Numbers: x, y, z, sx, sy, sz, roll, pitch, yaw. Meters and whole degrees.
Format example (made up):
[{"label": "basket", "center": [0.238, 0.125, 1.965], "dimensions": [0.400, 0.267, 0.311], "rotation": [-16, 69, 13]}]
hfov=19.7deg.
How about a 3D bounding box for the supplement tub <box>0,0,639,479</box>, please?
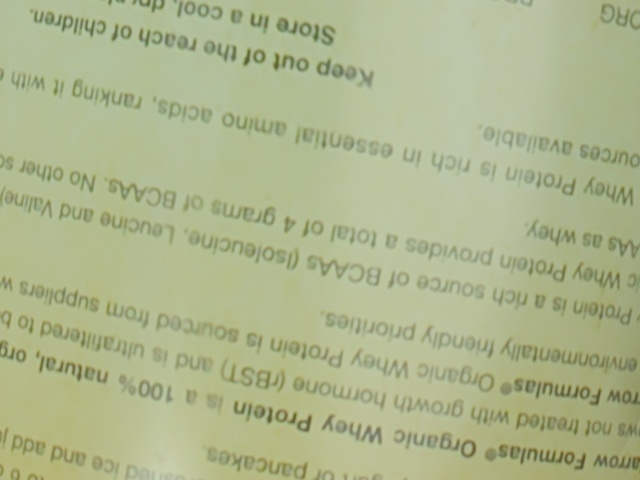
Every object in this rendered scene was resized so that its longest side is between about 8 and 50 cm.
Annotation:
[{"label": "supplement tub", "center": [0.000, 0.000, 0.414], "dimensions": [0.228, 0.228, 0.316], "rotation": [10, 95, -19]}]
